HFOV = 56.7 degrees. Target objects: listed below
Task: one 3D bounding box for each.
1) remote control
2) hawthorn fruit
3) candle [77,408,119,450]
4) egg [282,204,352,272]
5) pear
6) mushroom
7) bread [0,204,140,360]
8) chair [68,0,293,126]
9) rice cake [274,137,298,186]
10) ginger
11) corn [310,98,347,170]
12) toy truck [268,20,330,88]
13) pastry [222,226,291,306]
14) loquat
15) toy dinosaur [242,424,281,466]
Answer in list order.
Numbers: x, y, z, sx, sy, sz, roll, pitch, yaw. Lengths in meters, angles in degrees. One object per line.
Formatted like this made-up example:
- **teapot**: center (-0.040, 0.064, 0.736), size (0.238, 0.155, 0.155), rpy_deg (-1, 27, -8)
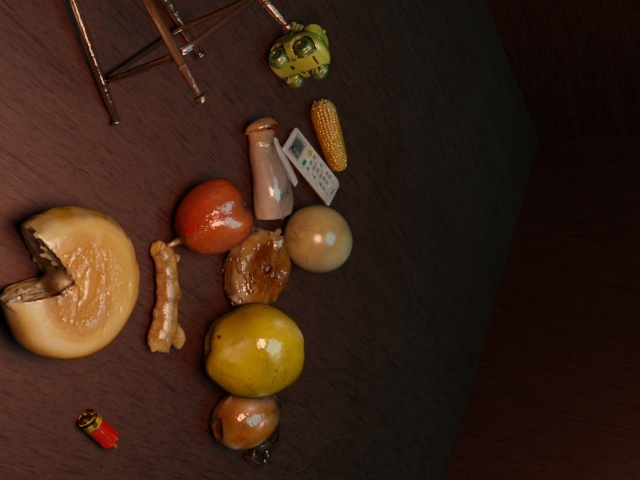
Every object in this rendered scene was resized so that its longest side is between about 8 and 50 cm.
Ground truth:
- **remote control**: center (-0.034, -0.244, 2.015), size (0.293, 0.051, 0.103), rpy_deg (50, 54, -38)
- **hawthorn fruit**: center (-0.305, -0.050, 1.584), size (0.251, 0.199, 0.199), rpy_deg (-34, 120, -33)
- **candle**: center (-0.530, 0.465, 1.437), size (0.052, 0.052, 0.131), rpy_deg (-55, 134, -34)
- **egg**: center (0.000, 0.000, 1.947), size (0.295, 0.218, 0.218), rpy_deg (26, 73, -63)
- **pear**: center (-0.182, 0.311, 1.682), size (0.294, 0.294, 0.294), rpy_deg (-7, 99, -52)
- **mushroom**: center (-0.160, -0.212, 1.821), size (0.159, 0.122, 0.329), rpy_deg (-87, 170, -73)
- **bread**: center (-0.543, 0.092, 1.295), size (0.333, 0.160, 0.333), rpy_deg (-11, 104, -51)
- **chair**: center (-0.373, -0.544, 1.320), size (0.365, 0.361, 0.410), rpy_deg (-53, 127, -34)
- **rice cake**: center (-0.122, -0.249, 1.913), size (0.042, 0.030, 0.180), rpy_deg (-59, 135, -37)
- **ginger**: center (-0.407, 0.149, 1.554), size (0.118, 0.065, 0.299), rpy_deg (-12, 103, -60)
- **corn**: center (0.033, -0.363, 2.056), size (0.091, 0.091, 0.260), rpy_deg (-61, 142, -52)
- **toy truck**: center (-0.054, -0.596, 1.841), size (0.148, 0.187, 0.211), rpy_deg (42, 61, -50)
- **pastry**: center (-0.183, 0.088, 1.794), size (0.235, 0.120, 0.257), rpy_deg (-2, 95, -53)
- **loquat**: center (-0.215, 0.519, 1.754), size (0.227, 0.179, 0.179), rpy_deg (-15, 105, -45)
- **toy dinosaur**: center (-0.176, 0.616, 1.882), size (0.179, 0.087, 0.187), rpy_deg (-49, 131, -36)
